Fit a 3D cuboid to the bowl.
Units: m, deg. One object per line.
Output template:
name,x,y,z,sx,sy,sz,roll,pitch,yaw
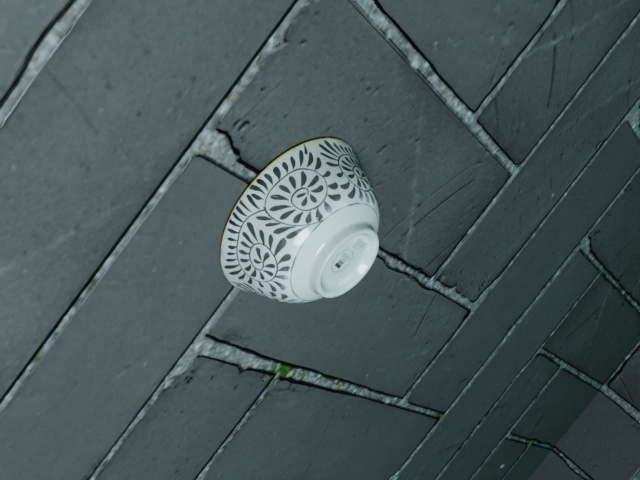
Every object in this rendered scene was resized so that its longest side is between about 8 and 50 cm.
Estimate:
bowl,0.000,0.000,0.870,0.170,0.080,0.170,-33,146,-26
